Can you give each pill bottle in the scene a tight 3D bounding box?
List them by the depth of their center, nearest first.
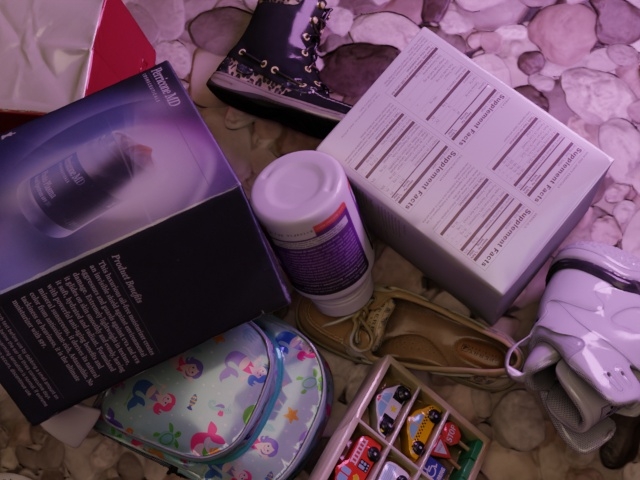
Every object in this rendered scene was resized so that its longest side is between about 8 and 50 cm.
[{"bbox_3d":[0.000,0.000,1.077,0.108,0.193,0.108,-11,48,12],"label":"pill bottle"}]

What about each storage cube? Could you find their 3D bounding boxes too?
[{"bbox_3d":[-0.340,-0.213,1.225,0.215,0.193,0.183,6,77,9],"label":"storage cube"}]

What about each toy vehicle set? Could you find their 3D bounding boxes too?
[{"bbox_3d":[0.072,0.280,1.043,0.166,0.035,0.267,40,55,-10],"label":"toy vehicle set"}]

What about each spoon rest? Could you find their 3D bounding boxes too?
[{"bbox_3d":[-0.309,0.125,1.122,0.084,0.276,0.137,27,107,-26],"label":"spoon rest"}]

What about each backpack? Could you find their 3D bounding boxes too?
[{"bbox_3d":[-0.115,0.176,1.110,0.254,0.191,0.225,26,79,7],"label":"backpack"}]

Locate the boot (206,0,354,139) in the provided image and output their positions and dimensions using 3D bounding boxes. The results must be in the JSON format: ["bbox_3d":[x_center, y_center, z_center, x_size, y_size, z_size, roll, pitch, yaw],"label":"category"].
[{"bbox_3d":[-0.014,-0.236,1.242,0.236,0.085,0.178,20,78,18],"label":"boot"}]

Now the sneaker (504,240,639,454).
[{"bbox_3d":[0.382,0.161,1.038,0.366,0.137,0.210,31,54,18],"label":"sneaker"}]

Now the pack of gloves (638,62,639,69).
[{"bbox_3d":[0.545,-0.169,1.193,0.232,0.046,0.195,-18,73,13],"label":"pack of gloves"}]

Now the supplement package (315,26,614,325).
[{"bbox_3d":[0.165,-0.068,1.122,0.263,0.199,0.198,39,83,15],"label":"supplement package"}]

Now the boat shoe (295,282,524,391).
[{"bbox_3d":[0.105,0.106,1.142,0.285,0.089,0.104,12,78,10],"label":"boat shoe"}]

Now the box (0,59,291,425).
[{"bbox_3d":[-0.232,-0.013,1.025,0.294,0.182,0.296,-25,41,-8],"label":"box"}]

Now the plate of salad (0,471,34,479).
[{"bbox_3d":[-0.400,0.384,1.155,0.200,0.048,0.199,-2,75,7],"label":"plate of salad"}]
